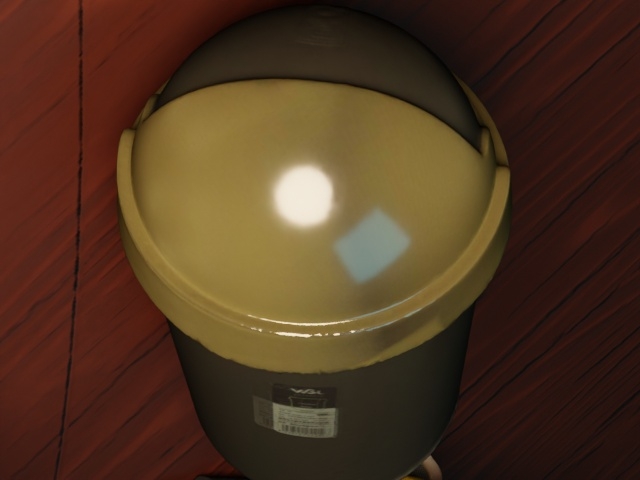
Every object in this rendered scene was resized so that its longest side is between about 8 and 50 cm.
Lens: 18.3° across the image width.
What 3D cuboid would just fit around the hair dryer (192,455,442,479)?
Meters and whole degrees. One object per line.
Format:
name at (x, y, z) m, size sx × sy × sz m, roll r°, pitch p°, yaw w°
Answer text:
hair dryer at (-0.032, 0.205, 1.490) m, size 0.255 × 0.070 × 0.128 m, roll 8°, pitch 124°, yaw -44°

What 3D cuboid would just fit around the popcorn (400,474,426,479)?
popcorn at (0.067, 0.303, 1.457) m, size 0.259 × 0.212 × 0.259 m, roll -24°, pitch 145°, yaw -18°

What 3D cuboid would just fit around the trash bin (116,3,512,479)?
trash bin at (0.000, 0.000, 1.118) m, size 0.214 × 0.214 × 0.334 m, roll -34°, pitch 153°, yaw -14°
